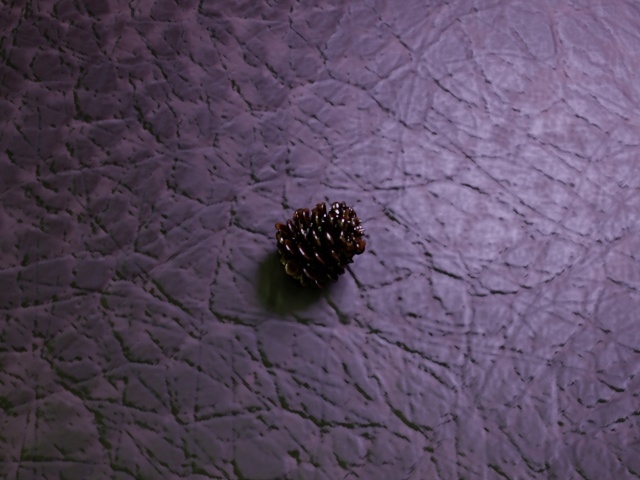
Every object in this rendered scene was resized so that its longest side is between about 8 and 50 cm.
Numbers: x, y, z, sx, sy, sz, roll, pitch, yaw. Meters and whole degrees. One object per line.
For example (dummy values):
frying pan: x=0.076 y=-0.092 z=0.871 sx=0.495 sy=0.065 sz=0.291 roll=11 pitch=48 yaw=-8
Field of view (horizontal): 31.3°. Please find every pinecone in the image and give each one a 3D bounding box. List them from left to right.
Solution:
pinecone: x=0.000 y=0.000 z=1.029 sx=0.077 sy=0.083 sz=0.077 roll=34 pitch=32 yaw=-25
